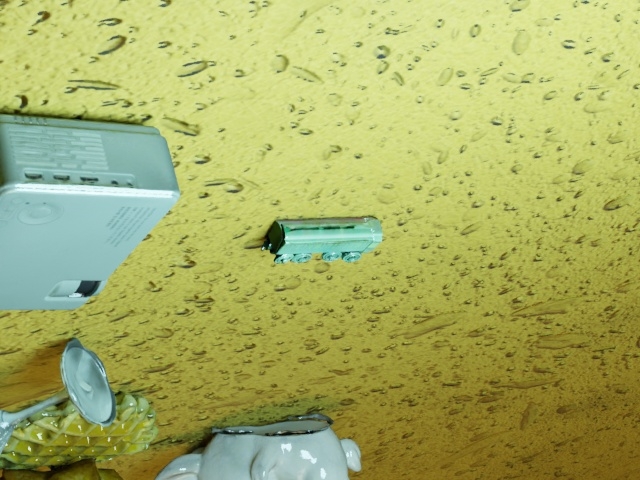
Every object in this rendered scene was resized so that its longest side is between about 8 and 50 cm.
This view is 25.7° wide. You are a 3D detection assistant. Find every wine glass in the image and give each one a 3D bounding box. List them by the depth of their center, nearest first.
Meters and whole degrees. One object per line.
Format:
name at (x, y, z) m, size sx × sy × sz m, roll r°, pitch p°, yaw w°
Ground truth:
wine glass at (-0.395, 0.230, 1.843) m, size 0.232 × 0.156 × 0.156 m, roll -26°, pitch 155°, yaw 15°

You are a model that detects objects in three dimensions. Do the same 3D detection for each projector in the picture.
projector at (-0.278, -0.025, 1.392) m, size 0.192 × 0.099 × 0.257 m, roll 3°, pitch 150°, yaw -34°

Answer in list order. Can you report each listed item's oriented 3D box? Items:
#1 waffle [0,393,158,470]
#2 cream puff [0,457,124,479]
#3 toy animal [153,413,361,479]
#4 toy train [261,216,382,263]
waffle at (-0.375, 0.295, 2.109) m, size 0.261 × 0.056 × 0.250 m, roll -13°, pitch 157°, yaw 0°
cream puff at (-0.405, 0.419, 2.108) m, size 0.269 × 0.155 × 0.241 m, roll -8°, pitch 163°, yaw -8°
toy animal at (-0.106, 0.376, 2.348) m, size 0.325 × 0.154 × 0.208 m, roll -1°, pitch -177°, yaw 19°
toy train at (0.000, 0.000, 1.696) m, size 0.148 × 0.038 × 0.071 m, roll -2°, pitch 151°, yaw -26°
